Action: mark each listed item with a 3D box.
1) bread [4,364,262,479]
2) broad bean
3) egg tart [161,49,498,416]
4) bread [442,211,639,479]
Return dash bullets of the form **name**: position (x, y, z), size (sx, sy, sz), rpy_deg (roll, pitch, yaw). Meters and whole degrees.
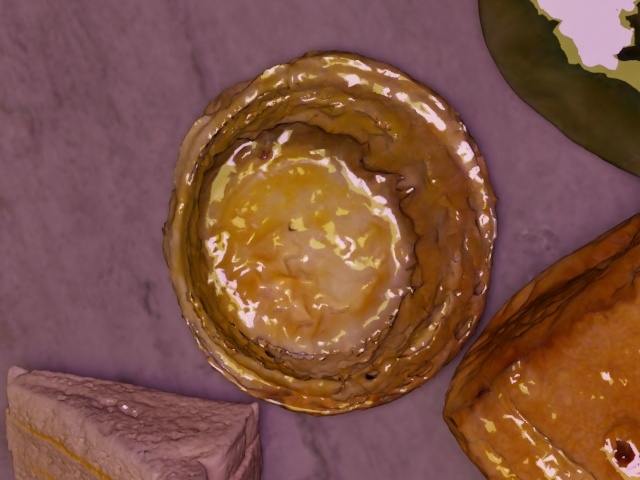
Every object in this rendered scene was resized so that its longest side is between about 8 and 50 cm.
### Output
- **bread**: position (-0.109, 0.127, 0.918), size (0.152, 0.105, 0.077), rpy_deg (5, 117, 13)
- **broad bean**: position (0.179, -0.101, 0.859), size (0.207, 0.072, 0.153), rpy_deg (11, 96, 24)
- **egg tart**: position (0.000, 0.000, 0.904), size (0.191, 0.074, 0.191), rpy_deg (2, 98, 12)
- **bread**: position (0.203, 0.130, 0.825), size (0.167, 0.132, 0.294), rpy_deg (-39, 93, 18)
